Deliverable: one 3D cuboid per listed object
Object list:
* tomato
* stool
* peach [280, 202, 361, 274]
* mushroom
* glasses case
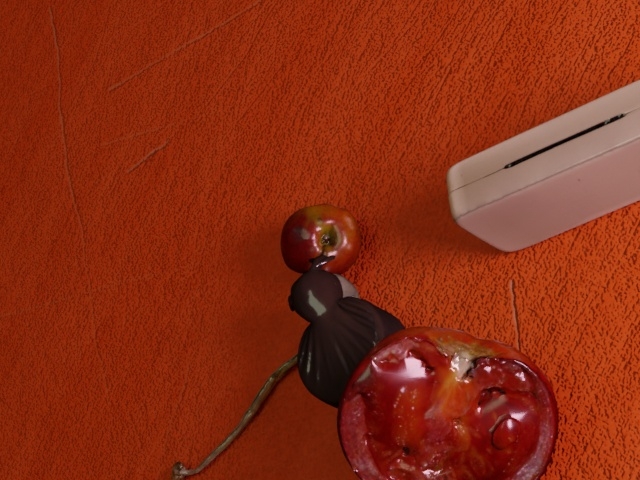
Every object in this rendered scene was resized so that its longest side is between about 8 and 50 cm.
[{"bbox_3d":[0.136,0.189,1.985,0.233,0.139,0.200,18,103,0],"label":"tomato"},{"bbox_3d":[0.036,0.116,2.120,0.125,0.121,0.217,-43,53,20],"label":"stool"},{"bbox_3d":[0.001,0.001,2.218,0.100,0.100,0.101,-15,64,34],"label":"peach"},{"bbox_3d":[-0.086,0.207,2.251,0.286,0.028,0.026,-43,9,16],"label":"mushroom"},{"bbox_3d":[0.296,-0.085,1.987,0.313,0.131,0.070,-25,58,30],"label":"glasses case"}]
